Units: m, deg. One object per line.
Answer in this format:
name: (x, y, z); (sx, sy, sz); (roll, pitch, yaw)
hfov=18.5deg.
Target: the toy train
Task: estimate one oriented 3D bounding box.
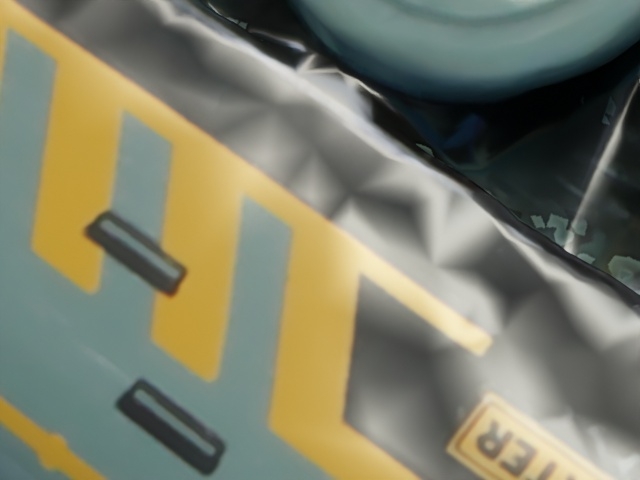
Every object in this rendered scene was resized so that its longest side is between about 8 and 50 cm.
toy train: (0.000, 0.000, 0.369); (0.334, 0.190, 0.142); (35, -12, 16)
